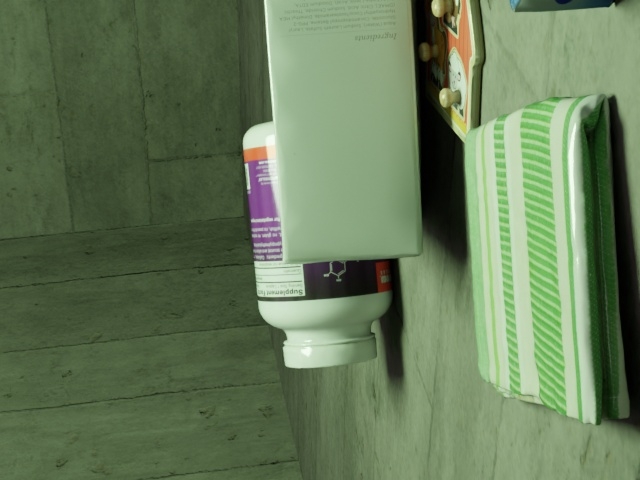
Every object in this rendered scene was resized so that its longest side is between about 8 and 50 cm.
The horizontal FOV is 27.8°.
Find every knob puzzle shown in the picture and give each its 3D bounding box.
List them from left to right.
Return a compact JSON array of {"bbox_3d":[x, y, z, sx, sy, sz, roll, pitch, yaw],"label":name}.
[{"bbox_3d":[0.121,-0.209,1.277,0.213,0.030,0.213,175,90,-82],"label":"knob puzzle"}]

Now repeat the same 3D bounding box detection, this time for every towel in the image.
[{"bbox_3d":[0.175,0.015,1.050,0.325,0.038,0.248,169,97,-83],"label":"towel"}]

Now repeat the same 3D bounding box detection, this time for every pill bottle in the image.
[{"bbox_3d":[0.000,0.000,1.712,0.181,0.181,0.323,-175,79,-81],"label":"pill bottle"}]

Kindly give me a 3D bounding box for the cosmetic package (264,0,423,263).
[{"bbox_3d":[0.028,-0.183,1.383,0.217,0.156,0.385,-67,-25,-79],"label":"cosmetic package"}]

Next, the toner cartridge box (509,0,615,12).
[{"bbox_3d":[0.174,-0.275,0.728,0.348,0.075,0.165,115,150,-74],"label":"toner cartridge box"}]
